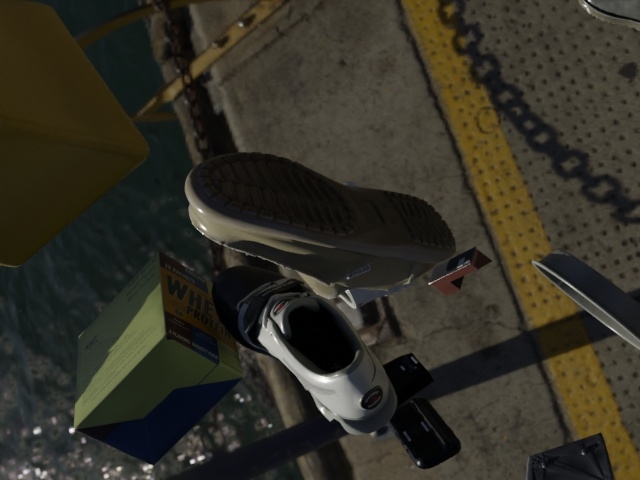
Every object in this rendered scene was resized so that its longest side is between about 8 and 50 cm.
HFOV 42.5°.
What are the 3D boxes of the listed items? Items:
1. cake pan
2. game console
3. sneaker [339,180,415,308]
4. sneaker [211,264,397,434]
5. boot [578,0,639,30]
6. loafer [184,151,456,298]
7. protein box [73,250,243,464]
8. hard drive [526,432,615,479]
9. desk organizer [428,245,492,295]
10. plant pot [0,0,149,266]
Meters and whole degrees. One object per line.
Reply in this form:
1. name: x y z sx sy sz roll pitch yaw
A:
1. cake pan: 0.542 0.114 1.596 0.293 0.293 0.054 41 94 29
2. game console: 0.183 0.390 1.834 0.044 0.213 0.361 57 176 -27
3. sneaker: 0.056 0.008 1.720 0.108 0.169 0.292 80 163 -53
4. sneaker: -0.036 0.100 1.068 0.330 0.122 0.146 33 156 36
5. boot: 0.508 -0.420 1.247 0.190 0.076 0.208 22 149 13
6. loafer: 0.000 0.000 0.712 0.092 0.268 0.102 -56 39 30
7. protein box: -0.236 0.166 1.182 0.200 0.136 0.201 -45 31 15
8. hard drive: 0.454 0.476 1.474 0.172 0.254 0.054 -29 115 28
9. desk organizer: 0.285 0.065 1.681 0.050 0.047 0.130 36 143 -17
10. plant pot: -0.340 -0.113 0.811 0.212 0.187 0.212 -38 81 12
